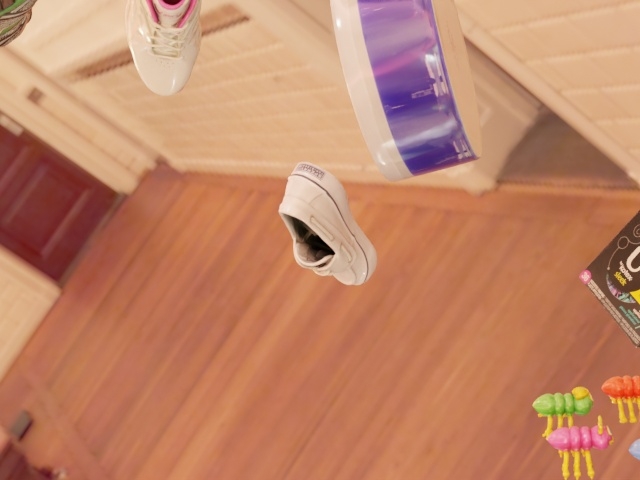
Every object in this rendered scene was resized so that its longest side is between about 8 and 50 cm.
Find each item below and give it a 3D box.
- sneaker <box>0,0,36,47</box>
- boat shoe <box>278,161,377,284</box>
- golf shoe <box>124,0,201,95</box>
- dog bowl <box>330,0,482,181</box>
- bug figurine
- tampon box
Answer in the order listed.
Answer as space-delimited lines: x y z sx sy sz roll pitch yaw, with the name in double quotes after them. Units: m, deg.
-0.440 -0.345 1.645 0.344 0.134 0.146 -26 -3 38 "sneaker"
0.000 0.000 1.569 0.095 0.258 0.084 19 67 31 "boat shoe"
-0.220 -0.319 1.707 0.140 0.115 0.306 -94 9 -50 "golf shoe"
0.097 -0.204 1.338 0.104 0.264 0.265 -13 32 13 "dog bowl"
0.428 0.263 1.780 0.216 0.072 0.279 -6 19 2 "bug figurine"
0.394 0.031 1.339 0.161 0.101 0.120 -53 44 21 "tampon box"
